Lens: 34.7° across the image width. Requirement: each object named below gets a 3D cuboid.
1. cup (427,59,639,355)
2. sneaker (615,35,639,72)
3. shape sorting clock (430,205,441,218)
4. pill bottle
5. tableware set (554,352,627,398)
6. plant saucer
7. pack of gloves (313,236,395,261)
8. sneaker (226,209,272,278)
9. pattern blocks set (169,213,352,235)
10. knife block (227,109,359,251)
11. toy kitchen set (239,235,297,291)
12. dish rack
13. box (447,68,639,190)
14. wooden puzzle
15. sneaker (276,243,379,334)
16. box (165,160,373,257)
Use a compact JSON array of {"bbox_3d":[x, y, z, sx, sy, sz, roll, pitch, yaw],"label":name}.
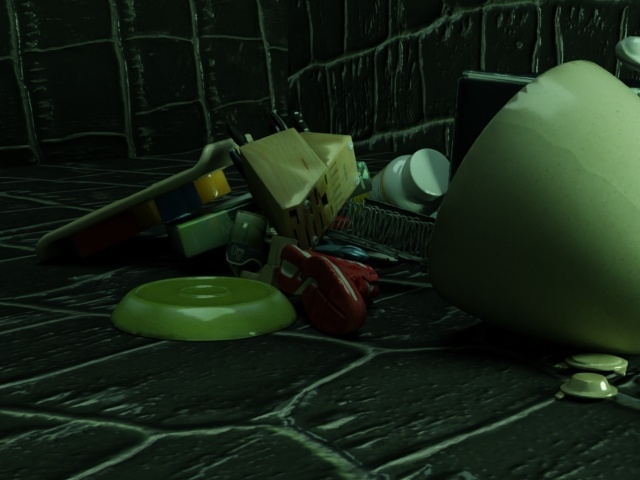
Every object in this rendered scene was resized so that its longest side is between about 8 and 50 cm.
[{"bbox_3d":[0.319,-0.003,1.164,0.331,0.331,0.237,-10,39,-46],"label":"cup"},{"bbox_3d":[0.587,-0.299,1.519,0.305,0.152,0.114,2,14,-7],"label":"sneaker"},{"bbox_3d":[0.248,-0.050,2.099,0.206,0.040,0.206,1,9,0],"label":"shape sorting clock"},{"bbox_3d":[0.144,-0.080,1.804,0.117,0.118,0.208,-5,-18,-28],"label":"pill bottle"},{"bbox_3d":[0.317,0.141,1.035,0.168,0.020,0.141,3,8,24],"label":"tableware set"},{"bbox_3d":[-0.149,0.081,1.316,0.240,0.037,0.241,0,10,0],"label":"plant saucer"},{"bbox_3d":[0.000,0.000,1.680,0.232,0.046,0.195,7,1,27],"label":"pack of gloves"},{"bbox_3d":[-0.106,0.028,1.535,0.064,0.086,0.192,13,-19,11],"label":"sneaker"},{"bbox_3d":[-0.123,-0.034,2.026,0.324,0.026,0.285,9,13,42],"label":"pattern blocks set"},{"bbox_3d":[-0.077,-0.098,1.560,0.242,0.088,0.276,6,39,25],"label":"knife block"},{"bbox_3d":[-0.060,0.033,1.443,0.068,0.075,0.083,11,-2,-35],"label":"toy kitchen set"},{"bbox_3d":[0.116,-0.011,1.593,0.208,0.074,0.271,17,6,23],"label":"dish rack"},{"bbox_3d":[0.534,-0.130,1.762,0.479,0.298,0.471,11,15,31],"label":"box"},{"bbox_3d":[-0.283,-0.062,1.771,0.347,0.081,0.322,-28,4,13],"label":"wooden puzzle"},{"bbox_3d":[0.039,0.059,1.318,0.128,0.087,0.221,6,18,-26],"label":"sneaker"},{"bbox_3d":[-0.094,-0.055,1.714,0.322,0.059,0.232,-22,7,-12],"label":"box"}]
